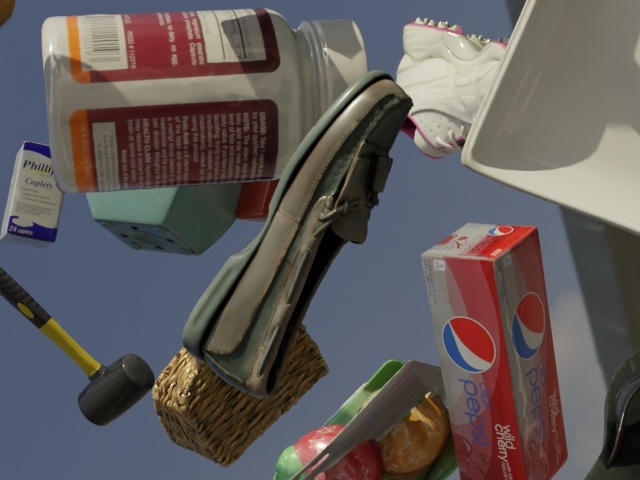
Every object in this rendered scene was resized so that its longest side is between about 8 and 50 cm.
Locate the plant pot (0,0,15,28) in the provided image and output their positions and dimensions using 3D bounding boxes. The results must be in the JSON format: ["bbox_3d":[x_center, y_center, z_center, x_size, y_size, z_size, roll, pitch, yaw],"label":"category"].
[{"bbox_3d":[-0.499,-0.292,1.291,0.254,0.237,0.237,-23,-47,-51],"label":"plant pot"}]

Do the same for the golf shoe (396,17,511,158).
[{"bbox_3d":[0.171,-0.135,1.097,0.115,0.306,0.140,17,-82,-29],"label":"golf shoe"}]

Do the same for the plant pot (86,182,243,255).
[{"bbox_3d":[-0.266,-0.116,1.885,0.247,0.247,0.252,49,-130,-60],"label":"plant pot"}]

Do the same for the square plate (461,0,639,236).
[{"bbox_3d":[0.332,-0.153,0.900,0.049,0.347,0.344,153,139,-86],"label":"square plate"}]

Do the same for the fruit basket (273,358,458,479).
[{"bbox_3d":[0.034,0.255,1.292,0.327,0.165,0.353,-46,-26,8],"label":"fruit basket"}]

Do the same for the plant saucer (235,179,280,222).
[{"bbox_3d":[0.001,-0.137,1.921,0.258,0.048,0.259,6,-69,-31],"label":"plant saucer"}]

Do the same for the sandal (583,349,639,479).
[{"bbox_3d":[0.476,0.295,1.565,0.446,0.167,0.107,-53,-20,-45],"label":"sandal"}]

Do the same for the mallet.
[{"bbox_3d":[-0.210,0.067,0.881,0.062,0.039,0.190,-31,-73,17],"label":"mallet"}]

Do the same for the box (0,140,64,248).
[{"bbox_3d":[-0.416,-0.064,1.595,0.072,0.126,0.137,11,-98,-20],"label":"box"}]

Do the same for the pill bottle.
[{"bbox_3d":[-0.147,-0.182,1.398,0.392,0.224,0.224,-4,-55,-11],"label":"pill bottle"}]

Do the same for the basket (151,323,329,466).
[{"bbox_3d":[-0.180,0.246,2.081,0.299,0.223,0.213,-41,-67,-23],"label":"basket"}]

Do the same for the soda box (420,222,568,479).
[{"bbox_3d":[0.176,0.120,1.080,0.092,0.083,0.263,-32,-63,-45],"label":"soda box"}]

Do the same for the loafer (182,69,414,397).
[{"bbox_3d":[0.000,0.000,0.841,0.267,0.084,0.096,-55,-23,9],"label":"loafer"}]
